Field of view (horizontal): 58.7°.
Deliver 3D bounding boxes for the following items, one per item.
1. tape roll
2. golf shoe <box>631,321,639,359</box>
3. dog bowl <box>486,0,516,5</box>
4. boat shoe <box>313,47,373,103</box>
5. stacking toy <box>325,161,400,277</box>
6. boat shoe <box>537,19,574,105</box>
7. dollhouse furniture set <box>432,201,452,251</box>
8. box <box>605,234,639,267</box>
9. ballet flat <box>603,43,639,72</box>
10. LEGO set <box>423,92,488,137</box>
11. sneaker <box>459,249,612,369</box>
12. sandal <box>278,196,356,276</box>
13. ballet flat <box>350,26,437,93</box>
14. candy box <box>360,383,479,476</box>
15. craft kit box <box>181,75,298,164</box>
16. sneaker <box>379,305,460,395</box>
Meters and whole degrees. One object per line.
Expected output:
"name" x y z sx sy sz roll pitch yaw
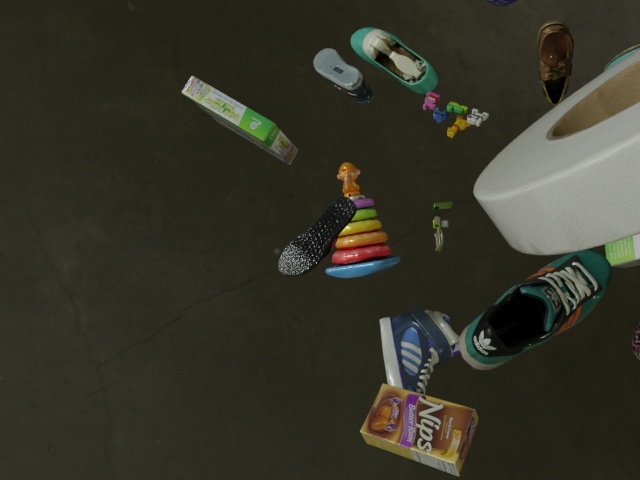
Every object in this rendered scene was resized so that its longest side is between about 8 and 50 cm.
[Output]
"tape roll" 0.326 -0.130 0.532 0.392 0.392 0.072 -41 96 -31
"golf shoe" 0.636 0.156 1.028 0.186 0.067 0.086 -44 123 -13
"dog bowl" 0.284 -0.511 0.880 0.264 0.104 0.265 11 72 -39
"boat shoe" 0.052 -0.382 1.337 0.065 0.183 0.083 -44 138 6
"stacking toy" 0.094 -0.059 1.517 0.165 0.175 0.302 -10 89 -61
"boat shoe" 0.758 -0.560 1.822 0.307 0.110 0.105 48 45 -52
"dollhouse furniture set" 0.392 -0.043 1.803 0.058 0.076 0.152 -3 73 3
"box" 0.677 -0.089 1.071 0.058 0.322 0.232 8 75 -22
"ballet flat" 0.736 -0.358 1.095 0.123 0.348 0.123 3 85 -34
"LEGO set" 0.443 -0.411 1.938 0.227 0.087 0.093 27 66 23
"sneaker" 0.362 0.101 0.900 0.302 0.121 0.108 -32 74 -15
"sandal" 0.000 0.000 1.009 0.067 0.040 0.179 40 82 27
"ballet flat" 0.163 -0.426 1.298 0.247 0.087 0.083 40 99 18
"candy box" 0.179 0.338 1.031 0.109 0.186 0.053 -57 140 -33
"craft kit box" -0.196 -0.300 1.451 0.249 0.246 0.061 32 94 12
"sneaker" 0.297 0.334 1.557 0.236 0.130 0.323 -8 51 2
